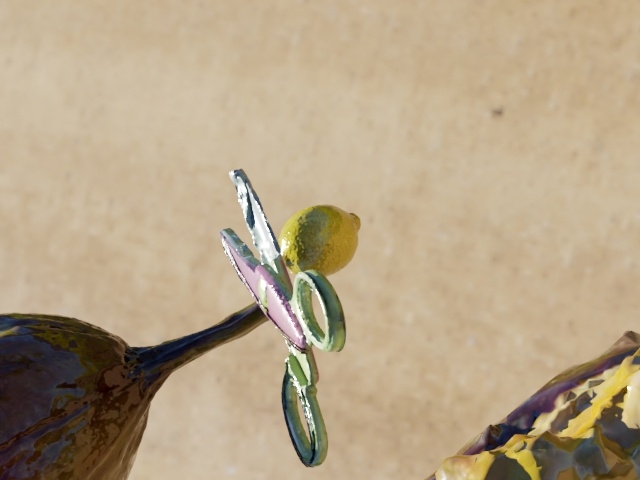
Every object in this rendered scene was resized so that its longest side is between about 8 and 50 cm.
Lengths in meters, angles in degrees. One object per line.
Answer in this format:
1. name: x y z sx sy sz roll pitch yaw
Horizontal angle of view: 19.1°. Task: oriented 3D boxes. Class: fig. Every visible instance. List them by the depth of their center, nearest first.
1. fig: -0.171 0.096 1.287 0.290 0.190 0.190 -50 28 2

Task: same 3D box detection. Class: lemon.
1. lemon: 0.000 0.000 1.622 0.062 0.083 0.062 46 152 33

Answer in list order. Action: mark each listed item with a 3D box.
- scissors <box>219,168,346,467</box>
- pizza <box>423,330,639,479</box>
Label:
1. scissors: -0.025 0.035 1.140 0.187 0.020 0.133 -118 28 -44
2. pizza: 0.112 0.173 0.656 0.114 0.409 0.277 -120 44 -65
